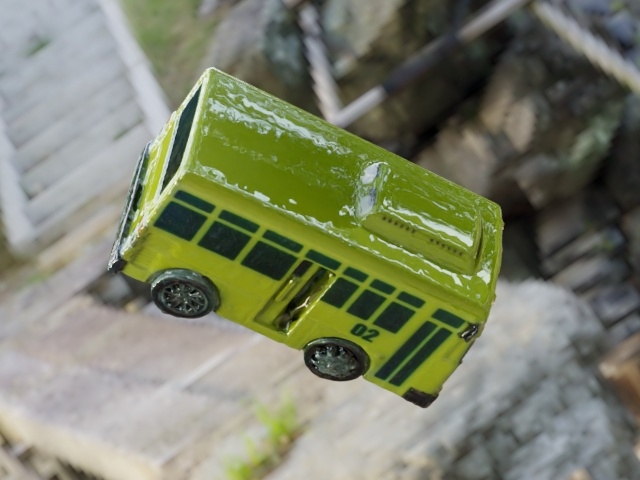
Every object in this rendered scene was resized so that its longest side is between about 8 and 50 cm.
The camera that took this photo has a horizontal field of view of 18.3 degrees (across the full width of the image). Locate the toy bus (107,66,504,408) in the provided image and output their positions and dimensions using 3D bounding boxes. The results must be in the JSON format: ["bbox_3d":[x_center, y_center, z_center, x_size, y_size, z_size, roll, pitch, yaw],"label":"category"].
[{"bbox_3d":[0.000,0.000,1.400,0.150,0.262,0.128,-51,21,44],"label":"toy bus"}]
